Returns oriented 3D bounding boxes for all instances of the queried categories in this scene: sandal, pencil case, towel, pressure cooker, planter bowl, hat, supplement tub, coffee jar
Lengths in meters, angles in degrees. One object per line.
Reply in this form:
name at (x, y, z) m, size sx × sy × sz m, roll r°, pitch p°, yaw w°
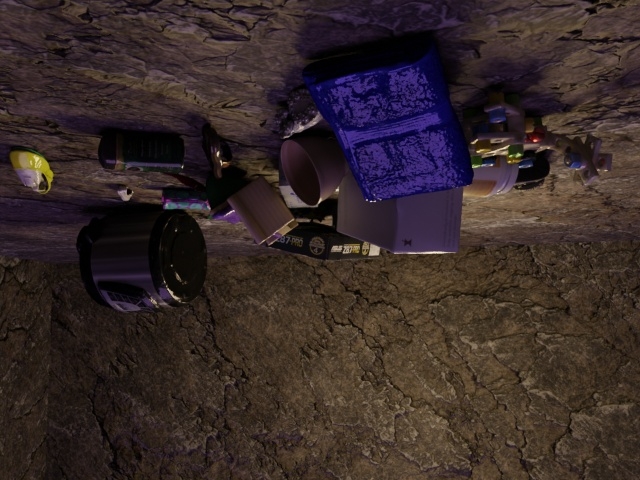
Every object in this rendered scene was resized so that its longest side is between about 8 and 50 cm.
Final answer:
sandal at (-0.234, -0.207, 1.422) m, size 0.060 × 0.090 × 0.219 m, roll -22°, pitch 169°, yaw -13°
pencil case at (-0.420, -0.128, 1.940) m, size 0.151 × 0.065 × 0.070 m, roll 0°, pitch -172°, yaw -13°
towel at (0.123, -0.187, 1.063) m, size 0.227 × 0.076 × 0.308 m, roll -5°, pitch 141°, yaw 26°
pressure cooker at (-0.675, 0.077, 2.295) m, size 0.420 × 0.370 × 0.375 m, roll -3°, pitch -171°, yaw 18°
planter bowl at (-0.003, -0.174, 1.429) m, size 0.109 × 0.162 × 0.162 m, roll -27°, pitch -177°, yaw -24°
hat at (-0.302, -0.179, 1.748) m, size 0.173 × 0.184 × 0.208 m, roll -36°, pitch 180°, yaw 15°
supplement tub at (0.341, -0.174, 1.442) m, size 0.199 × 0.144 × 0.144 m, roll 2°, pitch 172°, yaw -17°
coffee jar at (-0.403, -0.197, 1.393) m, size 0.184 × 0.079 × 0.096 m, roll 1°, pitch 174°, yaw -23°

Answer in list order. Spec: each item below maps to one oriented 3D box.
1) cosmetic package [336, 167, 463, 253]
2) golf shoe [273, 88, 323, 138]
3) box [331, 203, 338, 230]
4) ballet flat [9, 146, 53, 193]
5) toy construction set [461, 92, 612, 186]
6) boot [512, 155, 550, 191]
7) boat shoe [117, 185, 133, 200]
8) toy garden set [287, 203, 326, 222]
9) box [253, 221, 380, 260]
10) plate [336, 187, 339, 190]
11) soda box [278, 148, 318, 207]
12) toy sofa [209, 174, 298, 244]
cosmetic package at (0.167, -0.099, 1.407) m, size 0.156 × 0.217 × 0.385 m, roll 1°, pitch -171°, yaw -18°
golf shoe at (-0.023, -0.252, 1.187) m, size 0.086 × 0.069 × 0.176 m, roll -20°, pitch -176°, yaw -26°
box at (0.191, -0.090, 2.180) m, size 0.184 × 0.103 × 0.261 m, roll 2°, pitch 172°, yaw -40°
ballet flat at (-0.721, -0.168, 1.558) m, size 0.077 × 0.077 × 0.231 m, roll 1°, pitch 172°, yaw -11°
toy construction set at (0.426, -0.207, 1.272) m, size 0.327 × 0.151 × 0.215 m, roll 13°, pitch 167°, yaw -19°
boot at (0.507, -0.172, 1.708) m, size 0.236 × 0.085 × 0.178 m, roll -5°, pitch 174°, yaw 19°
boat shoe at (-0.594, -0.146, 1.902) m, size 0.035 × 0.035 × 0.100 m, roll 2°, pitch 165°, yaw -2°
toy garden set at (-0.101, -0.095, 2.288) m, size 0.244 × 0.049 × 0.204 m, roll -3°, pitch 172°, yaw 15°
box at (0.000, 0.000, 2.270) m, size 0.318 × 0.097 × 0.395 m, roll 11°, pitch -174°, yaw 32°
plate at (0.064, -0.173, 1.846) m, size 0.188 × 0.024 × 0.188 m, roll -2°, pitch 172°, yaw 0°
soda box at (-0.055, -0.161, 1.643) m, size 0.091 × 0.098 × 0.286 m, roll -1°, pitch 172°, yaw 2°
toy sofa at (-0.178, -0.062, 1.761) m, size 0.177 × 0.150 × 0.362 m, roll -36°, pitch 180°, yaw -1°
